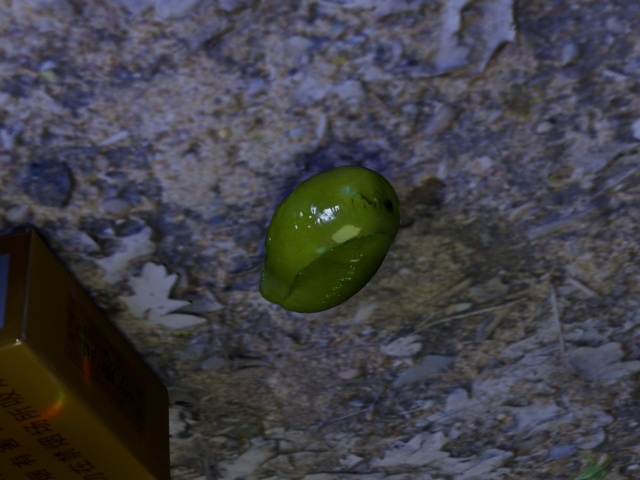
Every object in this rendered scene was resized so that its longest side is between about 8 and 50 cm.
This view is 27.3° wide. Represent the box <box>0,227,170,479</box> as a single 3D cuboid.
[{"bbox_3d":[-0.361,0.155,1.079,0.415,0.116,0.264,-16,142,11],"label":"box"}]

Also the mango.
[{"bbox_3d":[0.000,0.000,0.966,0.091,0.074,0.165,9,151,-24],"label":"mango"}]
